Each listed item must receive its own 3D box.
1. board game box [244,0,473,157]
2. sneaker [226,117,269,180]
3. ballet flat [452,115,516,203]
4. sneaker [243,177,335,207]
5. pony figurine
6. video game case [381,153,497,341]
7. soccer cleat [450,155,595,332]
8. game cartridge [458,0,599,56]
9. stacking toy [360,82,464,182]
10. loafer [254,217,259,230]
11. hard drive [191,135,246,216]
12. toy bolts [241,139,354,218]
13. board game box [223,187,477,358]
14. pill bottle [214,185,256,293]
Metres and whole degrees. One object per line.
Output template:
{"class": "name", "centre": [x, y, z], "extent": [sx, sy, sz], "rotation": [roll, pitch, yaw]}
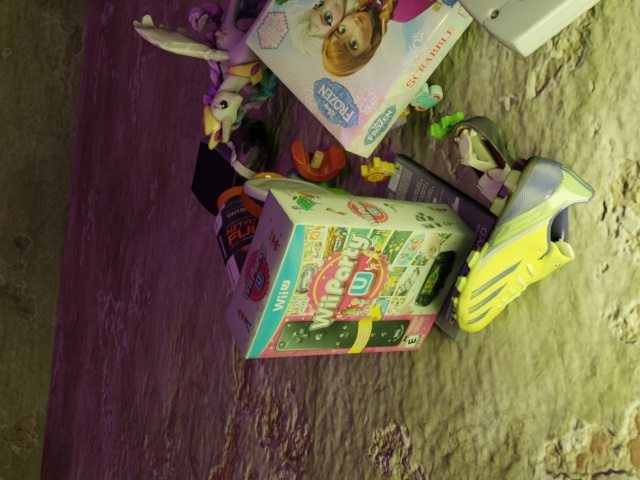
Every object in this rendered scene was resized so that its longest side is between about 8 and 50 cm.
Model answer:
{"class": "board game box", "centre": [0.062, -0.352, 1.296], "extent": [0.318, 0.066, 0.319], "rotation": [-53, 56, 19]}
{"class": "sneaker", "centre": [-0.159, -0.232, 1.793], "extent": [0.106, 0.078, 0.234], "rotation": [-51, 36, 23]}
{"class": "ballet flat", "centre": [0.236, -0.094, 1.125], "extent": [0.074, 0.074, 0.203], "rotation": [-57, 42, 40]}
{"class": "sneaker", "centre": [0.000, 0.000, 1.313], "extent": [0.295, 0.104, 0.147], "rotation": [20, 116, 13]}
{"class": "pony figurine", "centre": [-0.182, -0.402, 1.693], "extent": [0.363, 0.302, 0.351], "rotation": [-55, 43, 16]}
{"class": "video game case", "centre": [0.168, 0.003, 1.273], "extent": [0.274, 0.026, 0.196], "rotation": [43, 123, 51]}
{"class": "soccer cleat", "centre": [0.256, 0.026, 1.060], "extent": [0.121, 0.093, 0.289], "rotation": [26, 128, 12]}
{"class": "game cartridge", "centre": [0.256, -0.382, 1.066], "extent": [0.198, 0.062, 0.297], "rotation": [-39, 52, 25]}
{"class": "stacking toy", "centre": [0.140, -0.208, 1.301], "extent": [0.221, 0.052, 0.167], "rotation": [-28, 58, 44]}
{"class": "loafer", "centre": [-0.043, 0.024, 1.573], "extent": [0.223, 0.078, 0.076], "rotation": [55, 139, 22]}
{"class": "hard drive", "centre": [-0.233, -0.143, 1.922], "extent": [0.254, 0.054, 0.172], "rotation": [39, 120, 53]}
{"class": "toy bolts", "centre": [-0.045, -0.057, 1.488], "extent": [0.158, 0.218, 0.228], "rotation": [112, 164, -44]}
{"class": "board game box", "centre": [0.042, 0.051, 1.159], "extent": [0.097, 0.303, 0.224], "rotation": [54, 132, 46]}
{"class": "pill bottle", "centre": [-0.144, 0.004, 1.686], "extent": [0.130, 0.130, 0.246], "rotation": [-57, 42, 39]}
